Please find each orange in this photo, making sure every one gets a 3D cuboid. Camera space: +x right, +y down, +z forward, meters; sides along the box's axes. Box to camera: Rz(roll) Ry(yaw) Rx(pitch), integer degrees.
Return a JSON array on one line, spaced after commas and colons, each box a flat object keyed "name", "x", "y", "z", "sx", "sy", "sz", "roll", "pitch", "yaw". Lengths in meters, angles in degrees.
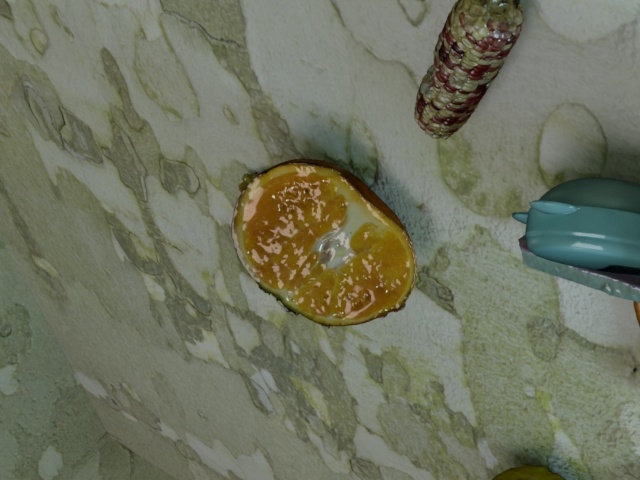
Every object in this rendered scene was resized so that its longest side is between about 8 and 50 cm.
[{"name": "orange", "x": 0.001, "y": -0.004, "z": 1.724, "sx": 0.310, "sy": 0.274, "sz": 0.274, "roll": 19, "pitch": 167, "yaw": -39}]

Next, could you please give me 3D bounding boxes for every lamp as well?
[{"name": "lamp", "x": 0.410, "y": -0.001, "z": 1.352, "sx": 0.284, "sy": 0.147, "sz": 0.209, "roll": 30, "pitch": 177, "yaw": 3}]

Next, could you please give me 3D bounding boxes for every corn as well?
[{"name": "corn", "x": 0.191, "y": -0.234, "z": 1.361, "sx": 0.098, "sy": 0.098, "sz": 0.290, "roll": 37, "pitch": 153, "yaw": 6}]

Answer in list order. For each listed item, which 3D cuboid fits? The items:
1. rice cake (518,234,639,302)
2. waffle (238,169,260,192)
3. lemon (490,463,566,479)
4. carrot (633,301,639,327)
[{"name": "rice cake", "x": 0.433, "y": 0.045, "z": 1.474, "sx": 0.290, "sy": 0.081, "sz": 0.051, "roll": 21, "pitch": 127, "yaw": 31}, {"name": "waffle", "x": -0.059, "y": -0.019, "z": 1.965, "sx": 0.281, "sy": 0.058, "sz": 0.301, "roll": 42, "pitch": 151, "yaw": -1}, {"name": "lemon", "x": 0.432, "y": 0.618, "z": 2.039, "sx": 0.285, "sy": 0.285, "sz": 0.316, "roll": 20, "pitch": 113, "yaw": 32}, {"name": "carrot", "x": 0.535, "y": 0.183, "z": 1.565, "sx": 0.062, "sy": 0.066, "sz": 0.271, "roll": -16, "pitch": 127, "yaw": 4}]
